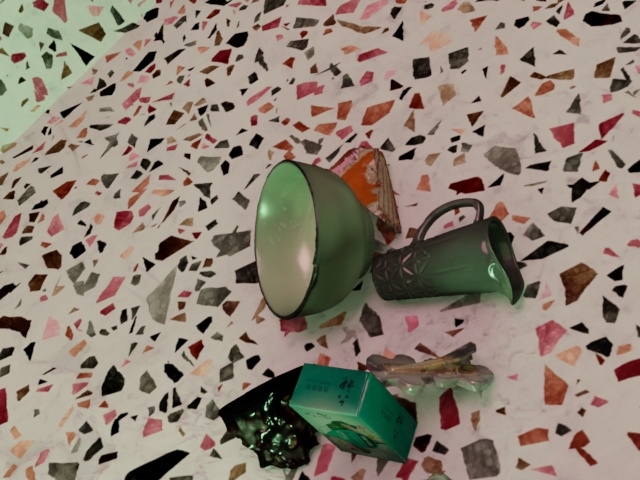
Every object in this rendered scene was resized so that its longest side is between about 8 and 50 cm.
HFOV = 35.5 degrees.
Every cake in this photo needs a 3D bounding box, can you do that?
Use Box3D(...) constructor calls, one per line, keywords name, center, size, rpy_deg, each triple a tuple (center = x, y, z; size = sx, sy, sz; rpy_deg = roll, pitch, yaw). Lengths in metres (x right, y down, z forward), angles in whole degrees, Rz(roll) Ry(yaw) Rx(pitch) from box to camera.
Box3D(name="cake", center=(0.125, -0.120, 2.324), size=(0.135, 0.098, 0.287), rpy_deg=(-34, 46, 2))

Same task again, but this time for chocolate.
Box3D(name="chocolate", center=(-0.076, 0.379, 2.052), size=(0.224, 0.206, 0.177), rpy_deg=(-25, 91, 23))

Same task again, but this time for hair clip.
Box3D(name="hair clip", center=(0.213, 0.251, 1.932), size=(0.257, 0.075, 0.146), rpy_deg=(-5, 25, -12))

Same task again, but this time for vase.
Box3D(name="vase", center=(0.260, 0.040, 2.097), size=(0.301, 0.156, 0.251), rpy_deg=(-14, 67, 28))

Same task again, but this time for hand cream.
Box3D(name="hand cream", center=(0.105, 0.016, 2.279), size=(0.052, 0.038, 0.216), rpy_deg=(-32, 35, -30))

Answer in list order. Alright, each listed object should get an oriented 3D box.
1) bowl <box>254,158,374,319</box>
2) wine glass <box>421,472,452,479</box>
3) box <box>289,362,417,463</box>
Box3D(name="bowl", center=(0.000, 0.000, 2.197), size=(0.185, 0.353, 0.354), rpy_deg=(1, 42, -24))
Box3D(name="wine glass", center=(0.255, 0.511, 1.691), size=(0.156, 0.156, 0.232), rpy_deg=(-51, 39, -14))
Box3D(name="box", center=(0.067, 0.331, 1.907), size=(0.153, 0.245, 0.092), rpy_deg=(4, 61, 33))
